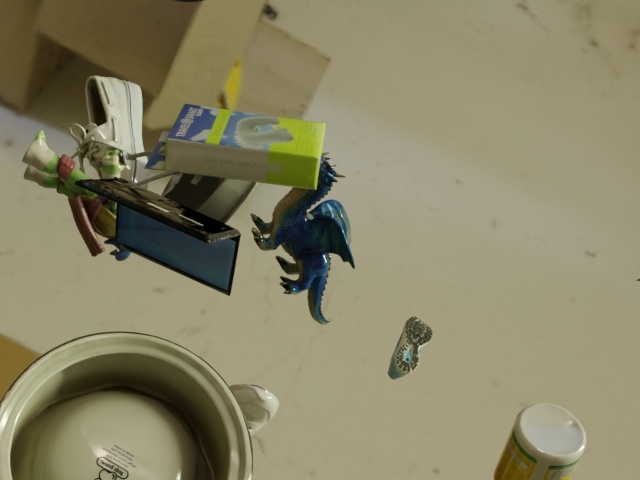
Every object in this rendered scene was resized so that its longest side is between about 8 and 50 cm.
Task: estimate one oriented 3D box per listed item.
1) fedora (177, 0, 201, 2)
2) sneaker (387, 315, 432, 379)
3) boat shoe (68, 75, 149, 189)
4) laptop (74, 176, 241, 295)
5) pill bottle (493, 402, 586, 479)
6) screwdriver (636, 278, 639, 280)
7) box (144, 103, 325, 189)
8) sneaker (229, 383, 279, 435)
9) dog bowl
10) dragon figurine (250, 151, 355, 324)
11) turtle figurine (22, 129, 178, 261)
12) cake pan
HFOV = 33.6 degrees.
[{"bbox_3d":[-0.207,-0.463,1.526,0.124,0.243,0.275,-84,-176,-57],"label":"fedora"},{"bbox_3d":[0.172,0.218,2.149,0.073,0.063,0.162,-50,-177,44],"label":"sneaker"},{"bbox_3d":[-0.448,-0.196,2.174,0.136,0.156,0.367,-38,-132,43],"label":"boat shoe"},{"bbox_3d":[-0.264,0.001,1.728,0.264,0.234,0.137,-22,134,-77],"label":"laptop"},{"bbox_3d":[0.352,0.375,1.745,0.118,0.117,0.208,-74,176,-49],"label":"pill bottle"},{"bbox_3d":[0.586,0.044,1.698,0.024,0.169,0.025,84,-3,-49],"label":"screwdriver"},{"bbox_3d":[-0.087,-0.101,1.117,0.109,0.178,0.042,-82,180,-63],"label":"box"},{"bbox_3d":[-0.174,0.389,2.109,0.305,0.114,0.152,-47,-155,46],"label":"sneaker"},{"bbox_3d":[-0.320,0.358,1.682,0.150,0.408,0.408,119,-9,-55],"label":"dog bowl"},{"bbox_3d":[0.000,0.000,1.430,0.144,0.289,0.085,-24,-154,8],"label":"dragon figurine"},{"bbox_3d":[-0.402,-0.127,1.982,0.275,0.266,0.198,-60,-175,12],"label":"turtle figurine"},{"bbox_3d":[-0.214,-0.111,2.038,0.293,0.054,0.293,-36,-150,24],"label":"cake pan"}]
